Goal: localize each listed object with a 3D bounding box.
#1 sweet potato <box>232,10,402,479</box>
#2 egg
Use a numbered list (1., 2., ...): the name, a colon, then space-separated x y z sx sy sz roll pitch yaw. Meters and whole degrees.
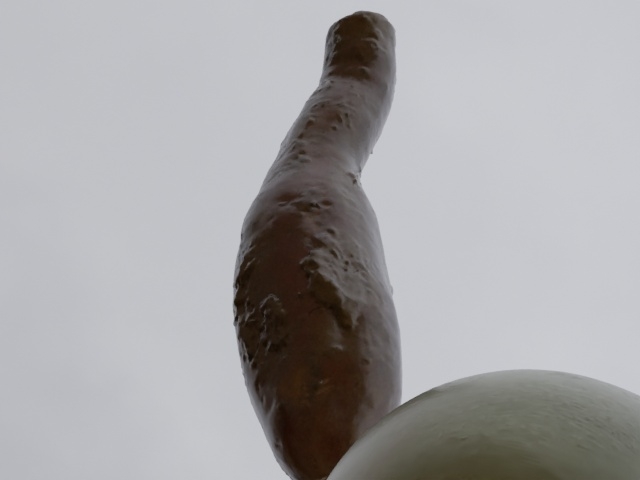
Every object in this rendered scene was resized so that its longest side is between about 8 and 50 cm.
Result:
1. sweet potato: 0.000 0.000 0.988 0.109 0.109 0.385 -29 -140 30
2. egg: 0.093 0.170 0.674 0.219 0.269 0.219 -2 -118 4
